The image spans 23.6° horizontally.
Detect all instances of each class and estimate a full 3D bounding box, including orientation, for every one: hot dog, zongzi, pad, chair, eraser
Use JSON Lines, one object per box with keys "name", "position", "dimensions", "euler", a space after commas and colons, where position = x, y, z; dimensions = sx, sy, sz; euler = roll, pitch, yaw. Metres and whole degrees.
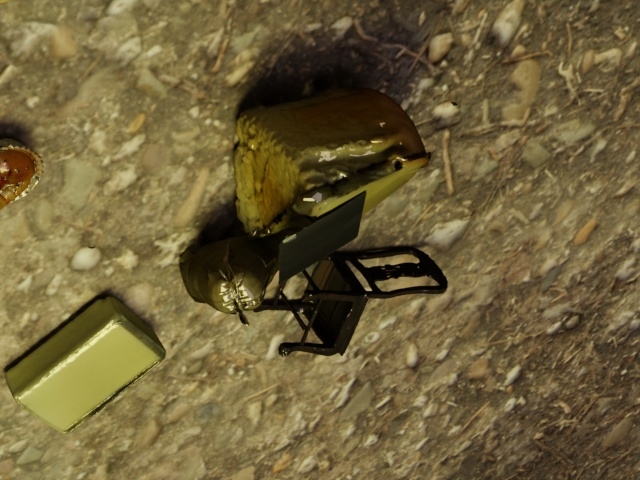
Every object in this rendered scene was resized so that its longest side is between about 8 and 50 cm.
{"name": "hot dog", "position": [-0.391, -0.055, 1.654], "dimensions": [0.192, 0.053, 0.099], "euler": [-19, 140, -12]}
{"name": "zongzi", "position": [-0.064, 0.030, 1.851], "dimensions": [0.178, 0.189, 0.081], "euler": [-22, 104, -18]}
{"name": "pad", "position": [0.000, 0.000, 1.770], "dimensions": [0.116, 0.004, 0.193], "euler": [-31, 167, -9]}
{"name": "chair", "position": [0.043, 0.077, 2.007], "dimensions": [0.229, 0.106, 0.113], "euler": [2, 126, -32]}
{"name": "eraser", "position": [-0.291, 0.155, 1.905], "dimensions": [0.172, 0.058, 0.117], "euler": [-38, 138, 4]}

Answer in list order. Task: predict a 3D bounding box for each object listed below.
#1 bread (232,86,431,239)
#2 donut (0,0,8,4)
{"name": "bread", "position": [0.012, -0.097, 1.791], "dimensions": [0.204, 0.162, 0.262], "euler": [-13, 176, -23]}
{"name": "donut", "position": [-0.316, -0.300, 1.465], "dimensions": [0.175, 0.068, 0.174], "euler": [-18, 136, -18]}
